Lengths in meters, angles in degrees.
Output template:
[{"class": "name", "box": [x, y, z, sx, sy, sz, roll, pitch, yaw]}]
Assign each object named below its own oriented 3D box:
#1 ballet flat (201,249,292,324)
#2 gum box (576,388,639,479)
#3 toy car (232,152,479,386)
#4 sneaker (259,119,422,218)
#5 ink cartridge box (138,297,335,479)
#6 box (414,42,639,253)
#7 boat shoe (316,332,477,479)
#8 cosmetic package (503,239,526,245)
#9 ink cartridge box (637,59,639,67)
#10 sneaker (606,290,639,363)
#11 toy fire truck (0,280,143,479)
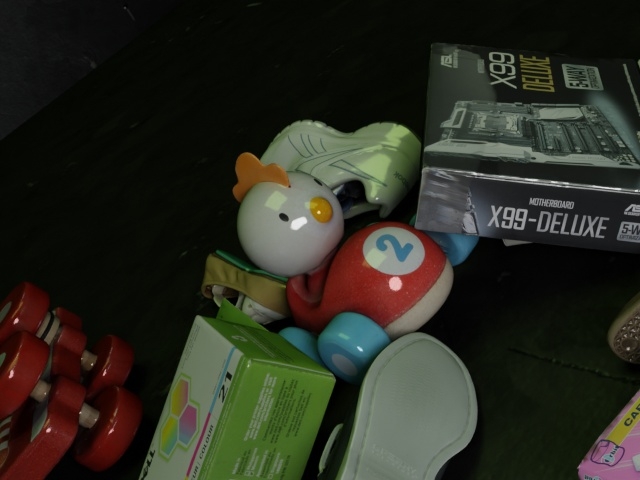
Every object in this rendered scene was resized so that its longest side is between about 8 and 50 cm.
[{"class": "ballet flat", "box": [-0.081, 0.069, 1.155, 0.232, 0.080, 0.073, 17, 83, 58]}, {"class": "gum box", "box": [0.286, 0.141, 0.667, 0.188, 0.062, 0.107, -43, 30, -21]}, {"class": "toy car", "box": [0.000, 0.000, 0.955, 0.219, 0.238, 0.210, -50, 16, -32]}, {"class": "sneaker", "box": [0.009, -0.092, 1.271, 0.297, 0.111, 0.129, 0, 47, 46]}, {"class": "ink cartridge box", "box": [-0.112, 0.167, 0.896, 0.255, 0.097, 0.189, 26, 97, 58]}, {"class": "box", "box": [0.230, -0.110, 0.986, 0.242, 0.076, 0.307, 7, 35, 5]}, {"class": "boat shoe", "box": [0.052, 0.189, 0.778, 0.091, 0.114, 0.302, -54, -4, 35]}, {"class": "cosmetic package", "box": [0.240, -0.049, 1.035, 0.060, 0.041, 0.115, -11, 35, 33]}, {"class": "ink cartridge box", "box": [0.417, -0.153, 1.006, 0.104, 0.061, 0.181, -19, 31, 22]}, {"class": "sneaker", "box": [0.327, 0.036, 0.791, 0.188, 0.066, 0.071, -37, 12, 13]}, {"class": "toy fire truck", "box": [-0.362, 0.215, 1.112, 0.254, 0.169, 0.302, -49, 26, 8]}]
